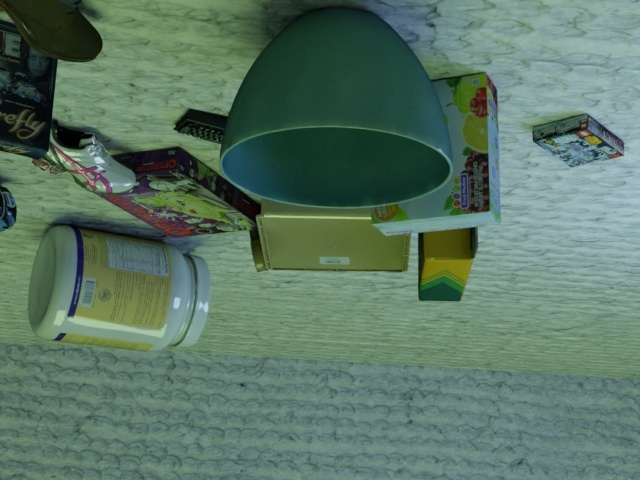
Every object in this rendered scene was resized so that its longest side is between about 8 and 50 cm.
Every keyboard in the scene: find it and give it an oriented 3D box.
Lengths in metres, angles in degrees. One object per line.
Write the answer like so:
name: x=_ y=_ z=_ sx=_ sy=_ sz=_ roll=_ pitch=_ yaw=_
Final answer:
keyboard: x=-0.131 y=-0.166 z=1.726 sx=0.180 sy=0.023 sz=0.108 roll=13 pitch=160 yaw=-23

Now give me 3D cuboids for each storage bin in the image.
storage bin: x=0.029 y=-0.040 z=1.923 sx=0.262 sy=0.123 sz=0.260 roll=1 pitch=156 yaw=2

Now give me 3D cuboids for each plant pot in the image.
plant pot: x=0.021 y=-0.177 z=1.395 sx=0.290 sy=0.195 sz=0.290 roll=1 pitch=163 yaw=0

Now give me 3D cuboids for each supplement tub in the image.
supplement tub: x=-0.422 y=0.107 z=2.307 sx=0.331 sy=0.241 sz=0.241 roll=11 pitch=161 yaw=-28

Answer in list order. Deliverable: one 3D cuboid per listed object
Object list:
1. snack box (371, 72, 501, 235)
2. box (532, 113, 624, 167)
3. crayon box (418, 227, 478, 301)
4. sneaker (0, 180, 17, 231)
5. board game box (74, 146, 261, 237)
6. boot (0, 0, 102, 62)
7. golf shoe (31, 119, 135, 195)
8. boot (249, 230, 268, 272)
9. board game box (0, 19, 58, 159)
snack box: x=0.162 y=-0.119 z=1.556 sx=0.175 sy=0.207 sz=0.070 roll=-5 pitch=162 yaw=23
box: x=0.406 y=-0.155 z=1.726 sx=0.094 sy=0.027 sz=0.137 roll=-13 pitch=158 yaw=37
crayon box: x=0.209 y=-0.034 z=1.844 sx=0.083 sy=0.203 sz=0.323 roll=1 pitch=163 yaw=2
sneaker: x=-0.621 y=-0.079 z=1.959 sx=0.147 sy=0.129 sz=0.330 roll=-9 pitch=170 yaw=-16
board game box: x=-0.265 y=-0.080 z=2.009 sx=0.208 sy=0.056 sz=0.347 roll=-1 pitch=164 yaw=23
boot: x=-0.305 y=-0.276 z=1.298 sx=0.106 sy=0.082 sz=0.219 roll=-5 pitch=160 yaw=28
golf shoe: x=-0.375 y=-0.131 z=1.779 sx=0.186 sy=0.067 sz=0.086 roll=23 pitch=131 yaw=-32
boot: x=0.000 y=0.000 z=2.157 sx=0.270 sy=0.089 sz=0.236 roll=-12 pitch=-167 yaw=-3
board game box: x=-0.457 y=-0.210 z=1.386 sx=0.243 sy=0.165 sz=0.042 roll=12 pitch=160 yaw=-33
